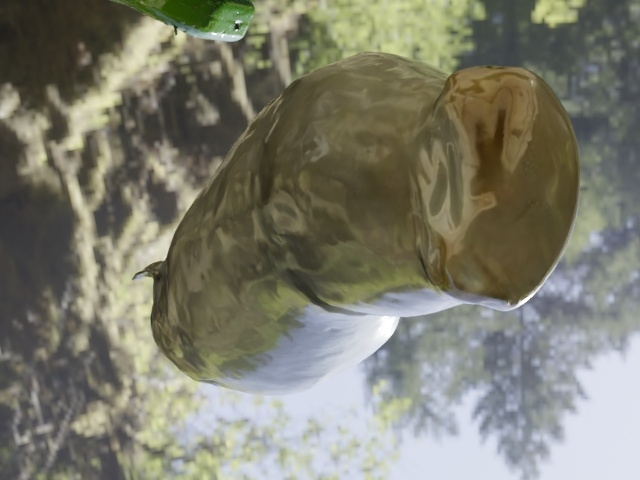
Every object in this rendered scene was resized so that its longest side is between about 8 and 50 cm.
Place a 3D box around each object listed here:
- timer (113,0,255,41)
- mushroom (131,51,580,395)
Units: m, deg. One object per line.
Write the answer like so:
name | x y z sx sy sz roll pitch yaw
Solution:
timer | -0.110 -0.171 1.006 0.140 0.047 0.128 29 -169 12
mushroom | 0.000 -0.002 0.625 0.097 0.351 0.109 -6 -100 -18
